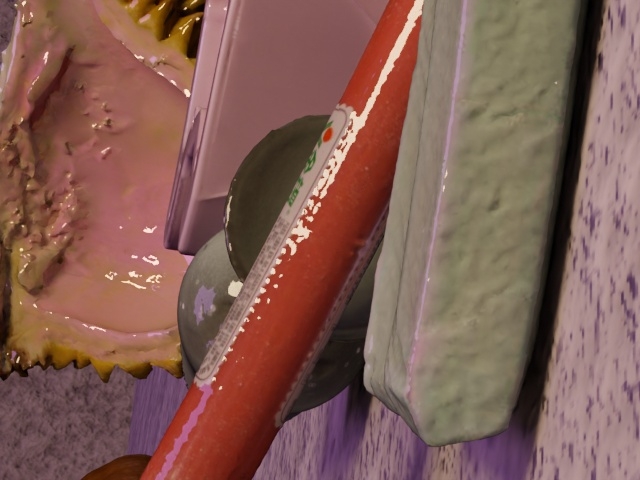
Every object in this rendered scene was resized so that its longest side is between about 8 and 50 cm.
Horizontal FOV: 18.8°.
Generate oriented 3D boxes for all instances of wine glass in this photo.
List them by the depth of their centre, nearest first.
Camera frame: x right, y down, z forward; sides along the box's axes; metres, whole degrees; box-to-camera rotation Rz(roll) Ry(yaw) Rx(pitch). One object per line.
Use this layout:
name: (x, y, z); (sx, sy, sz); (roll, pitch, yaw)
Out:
wine glass: (-0.010, 0.019, 0.713); (0.195, 0.079, 0.079); (124, 154, -71)

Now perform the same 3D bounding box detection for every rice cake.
rice cake: (0.046, -0.059, 0.514); (0.080, 0.042, 0.222); (-133, 50, -86)

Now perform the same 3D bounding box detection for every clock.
clock: (-0.009, -0.116, 0.860); (0.275, 0.080, 0.290); (-91, 13, -54)

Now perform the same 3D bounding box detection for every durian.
durian: (-0.076, -0.074, 1.102); (0.195, 0.185, 0.305); (-29, -55, -66)

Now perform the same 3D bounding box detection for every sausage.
sausage: (0.000, 0.000, 0.585); (0.253, 0.034, 0.034); (-62, 7, -1)

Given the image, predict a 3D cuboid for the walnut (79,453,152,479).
walnut: (-0.124, 0.200, 1.270); (0.207, 0.115, 0.116); (-119, 38, -78)
